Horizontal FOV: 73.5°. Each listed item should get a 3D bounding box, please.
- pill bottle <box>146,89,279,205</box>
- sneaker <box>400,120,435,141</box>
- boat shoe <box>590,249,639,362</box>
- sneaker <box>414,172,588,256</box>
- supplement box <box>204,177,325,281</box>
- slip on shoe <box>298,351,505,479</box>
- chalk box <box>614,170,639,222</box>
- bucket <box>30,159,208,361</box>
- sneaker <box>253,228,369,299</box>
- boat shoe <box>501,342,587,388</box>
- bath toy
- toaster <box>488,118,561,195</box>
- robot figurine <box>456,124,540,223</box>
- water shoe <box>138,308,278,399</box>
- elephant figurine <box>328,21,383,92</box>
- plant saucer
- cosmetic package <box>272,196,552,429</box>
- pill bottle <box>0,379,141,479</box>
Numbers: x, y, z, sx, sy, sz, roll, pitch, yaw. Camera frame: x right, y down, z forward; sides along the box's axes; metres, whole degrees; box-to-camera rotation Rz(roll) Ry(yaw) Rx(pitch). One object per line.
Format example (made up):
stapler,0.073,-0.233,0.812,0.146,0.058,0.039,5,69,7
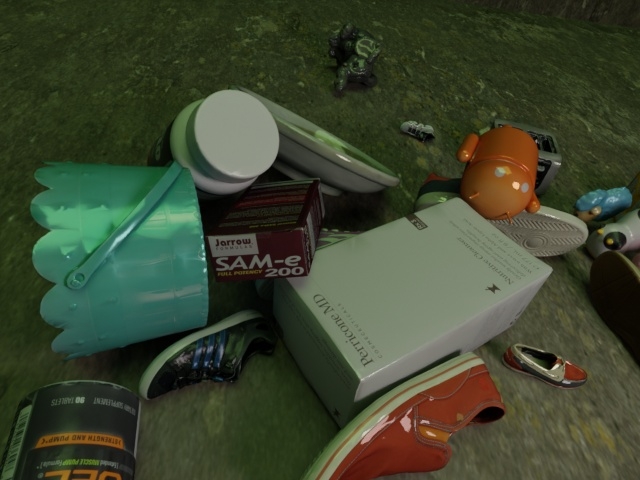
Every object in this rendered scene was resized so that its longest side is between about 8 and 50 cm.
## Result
pill bottle,-0.197,-0.152,0.757,0.162,0.283,0.161,3,84,-33
sneaker,0.274,-0.300,1.195,0.099,0.038,0.069,4,43,-7
boat shoe,0.594,0.144,0.769,0.090,0.104,0.285,1,55,-17
sneaker,0.383,-0.074,0.919,0.351,0.131,0.148,14,48,4
supplement box,-0.069,-0.026,0.652,0.131,0.073,0.239,-5,22,9
slip on shoe,0.116,0.249,0.550,0.332,0.123,0.101,-15,53,-31
chalk box,0.829,-0.059,0.994,0.213,0.132,0.132,19,44,6
bucket,-0.270,0.017,0.606,0.183,0.281,0.281,-6,46,-23
sneaker,0.000,-0.001,0.791,0.283,0.102,0.161,-9,44,-20
boat shoe,0.369,0.202,0.697,0.137,0.043,0.049,17,42,4
bath toy,0.669,0.039,0.861,0.129,0.151,0.348,25,31,-47
toaster,0.510,-0.219,1.109,0.168,0.110,0.185,17,44,4
robot figurine,0.336,-0.124,0.801,0.128,0.158,0.219,0,43,33
water shoe,-0.150,0.168,0.605,0.203,0.072,0.080,-29,59,-34
elephant figurine,0.125,-0.569,1.384,0.169,0.186,0.239,29,35,-51
plant saucer,-0.026,-0.189,0.909,0.401,0.100,0.400,28,16,-9
cosmetic package,0.138,0.093,0.679,0.385,0.156,0.217,-21,51,-30
pill bottle,-0.259,0.280,0.427,0.131,0.130,0.245,-2,46,-14
